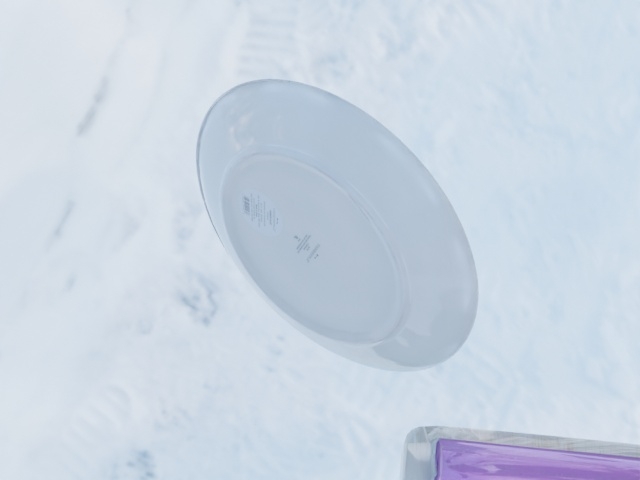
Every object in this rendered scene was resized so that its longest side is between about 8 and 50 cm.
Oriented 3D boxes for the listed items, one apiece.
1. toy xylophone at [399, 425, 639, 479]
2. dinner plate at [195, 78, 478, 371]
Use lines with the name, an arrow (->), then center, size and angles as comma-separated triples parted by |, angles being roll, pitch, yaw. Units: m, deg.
toy xylophone -> 0.094, 0.194, 0.609 | 0.236, 0.323, 0.081 | 11, 56, -12
dinner plate -> 0.000, 0.000, 0.530 | 0.141, 0.141, 0.017 | 27, 49, 27
